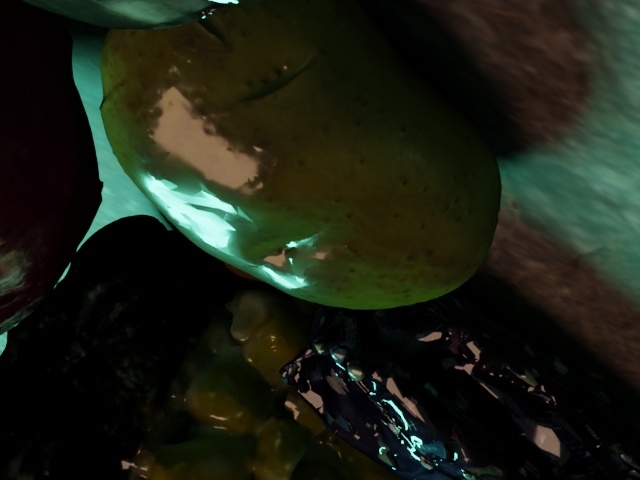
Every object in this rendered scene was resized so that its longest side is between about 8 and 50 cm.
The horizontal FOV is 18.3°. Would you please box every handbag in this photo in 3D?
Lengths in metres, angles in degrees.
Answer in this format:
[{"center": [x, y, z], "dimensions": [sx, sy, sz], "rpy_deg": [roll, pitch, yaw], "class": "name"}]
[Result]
[{"center": [0.105, 0.116, 1.287], "dimensions": [0.260, 0.113, 0.162], "rpy_deg": [37, 165, -14], "class": "handbag"}]

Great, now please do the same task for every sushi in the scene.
[{"center": [-0.082, 0.194, 1.438], "dimensions": [0.285, 0.329, 0.328], "rpy_deg": [26, 154, 31], "class": "sushi"}]

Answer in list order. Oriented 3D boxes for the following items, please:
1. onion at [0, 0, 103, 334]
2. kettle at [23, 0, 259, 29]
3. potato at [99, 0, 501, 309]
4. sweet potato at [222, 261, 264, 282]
[{"center": [-0.364, -0.040, 1.192], "dimensions": [0.398, 0.420, 0.398], "rpy_deg": [36, 156, 19], "class": "onion"}, {"center": [-0.134, -0.232, 0.778], "dimensions": [0.324, 0.228, 0.321], "rpy_deg": [47, -179, -42], "class": "kettle"}, {"center": [-0.009, -0.054, 1.048], "dimensions": [0.248, 0.143, 0.169], "rpy_deg": [35, 156, -30], "class": "potato"}, {"center": [-0.006, -0.004, 1.261], "dimensions": [0.078, 0.058, 0.255], "rpy_deg": [27, 162, -33], "class": "sweet potato"}]
